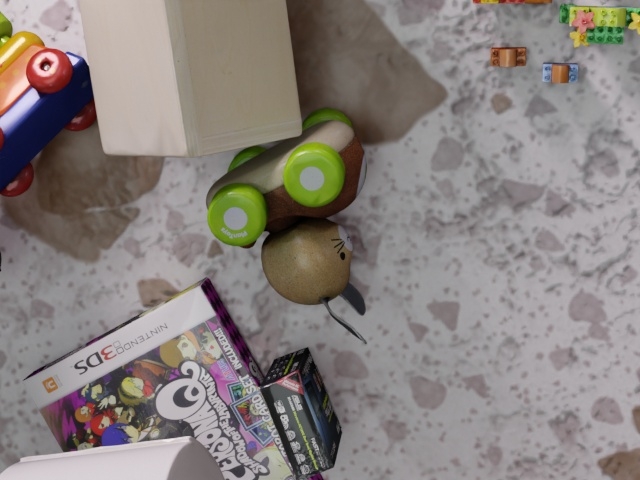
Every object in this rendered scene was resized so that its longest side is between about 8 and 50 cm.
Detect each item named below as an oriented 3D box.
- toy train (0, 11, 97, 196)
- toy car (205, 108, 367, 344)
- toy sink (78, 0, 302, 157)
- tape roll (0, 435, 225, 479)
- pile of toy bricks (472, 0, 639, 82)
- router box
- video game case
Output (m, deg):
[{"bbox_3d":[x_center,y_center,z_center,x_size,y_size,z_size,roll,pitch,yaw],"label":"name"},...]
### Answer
[{"bbox_3d":[-0.270,-0.171,1.340,0.143,0.105,0.248,40,80,18],"label":"toy train"},{"bbox_3d":[0.000,0.000,1.293,0.149,0.155,0.188,-27,104,13],"label":"toy car"},{"bbox_3d":[-0.116,-0.196,1.252,0.152,0.131,0.234,5,106,54],"label":"toy sink"},{"bbox_3d":[-0.180,0.307,1.280,0.169,0.246,0.246,-9,98,12],"label":"tape roll"},{"bbox_3d":[0.235,-0.192,1.238,0.212,0.105,0.118,1,100,9],"label":"pile of toy bricks"},{"bbox_3d":[-0.016,0.157,1.330,0.038,0.122,0.092,-20,96,7],"label":"router box"},{"bbox_3d":[-0.142,0.184,1.397,0.210,0.042,0.232,-28,95,14],"label":"video game case"}]
